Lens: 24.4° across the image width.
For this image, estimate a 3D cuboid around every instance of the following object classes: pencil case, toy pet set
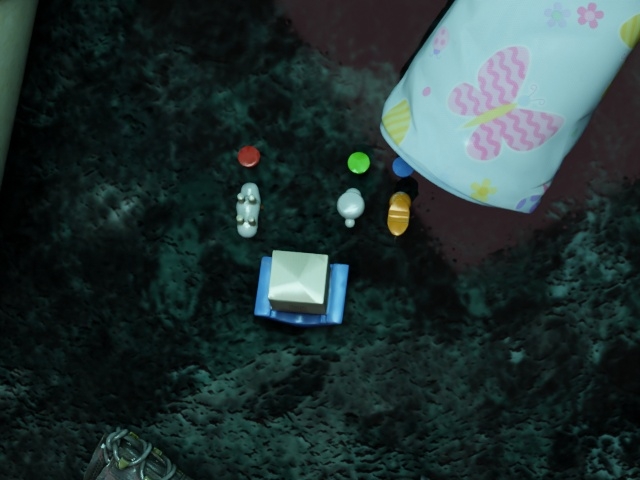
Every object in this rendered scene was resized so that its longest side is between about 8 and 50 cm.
[{"bbox_3d":[0.142,-0.151,0.909,0.124,0.113,0.273,31,112,7],"label":"pencil case"},{"bbox_3d":[0.000,0.000,1.030,0.122,0.065,0.114,5,76,5],"label":"toy pet set"}]

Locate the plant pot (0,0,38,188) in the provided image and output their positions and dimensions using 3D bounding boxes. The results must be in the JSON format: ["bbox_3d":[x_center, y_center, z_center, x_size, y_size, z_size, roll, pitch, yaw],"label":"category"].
[{"bbox_3d":[-0.314,-0.116,0.913,0.334,0.334,0.305,14,122,5],"label":"plant pot"}]

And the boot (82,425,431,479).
[{"bbox_3d":[-0.070,0.213,1.091,0.229,0.091,0.263,38,114,-6],"label":"boot"}]
